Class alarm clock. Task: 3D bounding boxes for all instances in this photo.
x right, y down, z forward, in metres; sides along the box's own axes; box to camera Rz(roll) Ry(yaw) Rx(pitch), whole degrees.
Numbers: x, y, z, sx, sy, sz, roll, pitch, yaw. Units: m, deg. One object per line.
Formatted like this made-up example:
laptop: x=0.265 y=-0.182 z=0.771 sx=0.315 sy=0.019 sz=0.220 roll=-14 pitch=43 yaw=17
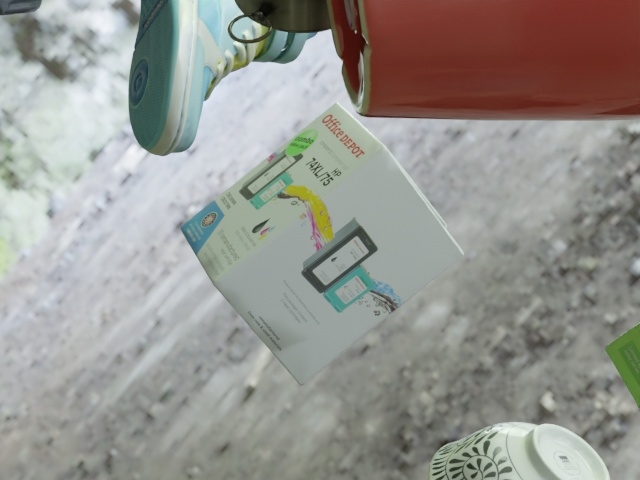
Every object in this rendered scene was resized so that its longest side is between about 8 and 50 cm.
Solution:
alarm clock: x=-0.026 y=-0.238 z=1.366 sx=0.192 sy=0.129 sz=0.064 roll=-56 pitch=-23 yaw=-35

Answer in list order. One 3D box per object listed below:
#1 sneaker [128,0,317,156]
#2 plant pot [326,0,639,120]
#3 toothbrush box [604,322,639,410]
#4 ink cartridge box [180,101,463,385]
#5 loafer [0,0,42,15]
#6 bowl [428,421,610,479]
sneaker: x=-0.095 y=-0.214 z=1.675 sx=0.127 sy=0.208 sz=0.319 roll=-37 pitch=42 yaw=50
plant pot: x=0.135 y=-0.215 z=1.243 sx=0.243 sy=0.275 sz=0.275 roll=-10 pitch=15 yaw=-6
toothbrush box: x=0.467 y=0.121 z=1.543 sx=0.122 sy=0.206 sz=0.283 roll=-13 pitch=-22 yaw=-44
ink cartridge box: x=0.000 y=0.000 z=1.930 sx=0.270 sy=0.197 sz=0.198 roll=-39 pitch=28 yaw=0
loafer: x=-0.340 y=-0.255 z=1.368 sx=0.302 sy=0.109 sz=0.095 roll=-36 pitch=-40 yaw=-72
bowl: x=0.177 y=0.199 z=1.200 sx=0.080 sy=0.170 sz=0.170 roll=-56 pitch=11 yaw=28
